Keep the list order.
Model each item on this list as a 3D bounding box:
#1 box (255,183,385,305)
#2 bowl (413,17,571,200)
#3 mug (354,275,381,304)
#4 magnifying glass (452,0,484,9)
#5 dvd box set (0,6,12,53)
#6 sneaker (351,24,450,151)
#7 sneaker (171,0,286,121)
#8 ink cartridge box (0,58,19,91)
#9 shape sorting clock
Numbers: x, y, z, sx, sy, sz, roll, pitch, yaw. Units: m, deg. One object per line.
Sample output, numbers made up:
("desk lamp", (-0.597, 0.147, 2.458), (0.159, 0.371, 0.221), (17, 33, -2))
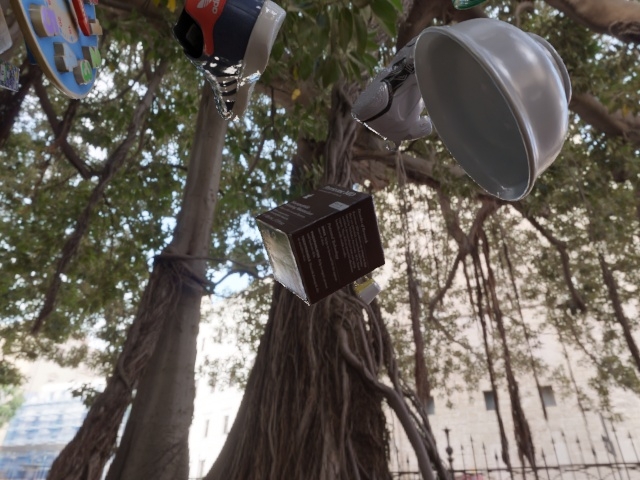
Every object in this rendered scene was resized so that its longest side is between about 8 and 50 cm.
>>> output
("box", (0.000, 0.000, 0.924), (0.203, 0.168, 0.167), (-27, -63, -24))
("bowl", (0.280, -0.220, 0.670), (0.134, 0.298, 0.298), (-31, -36, 2))
("mug", (0.139, 0.141, 1.272), (0.064, 0.062, 0.078), (-39, -72, 5))
("magnifying glass", (0.378, -0.532, 0.863), (0.231, 0.026, 0.092), (-17, -6, 15))
("dvd box set", (-0.453, -0.212, 0.383), (0.062, 0.307, 0.420), (44, -22, -17))
("sneaker", (0.280, -0.443, 1.290), (0.366, 0.137, 0.210), (-44, -60, 8))
("sneaker", (-0.169, -0.313, 0.727), (0.148, 0.131, 0.350), (21, -11, -16))
("ink cartridge box", (-0.350, -0.173, 0.421), (0.063, 0.029, 0.115), (8, 8, -19))
("shape sorting clock", (-0.228, -0.232, 0.375), (0.040, 0.206, 0.206), (-7, -29, -14))
